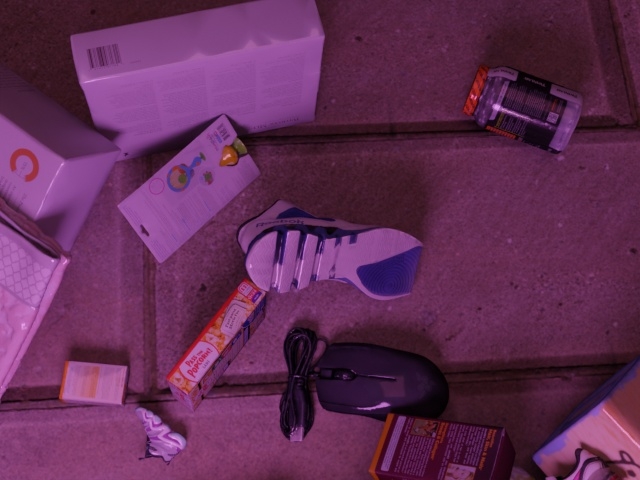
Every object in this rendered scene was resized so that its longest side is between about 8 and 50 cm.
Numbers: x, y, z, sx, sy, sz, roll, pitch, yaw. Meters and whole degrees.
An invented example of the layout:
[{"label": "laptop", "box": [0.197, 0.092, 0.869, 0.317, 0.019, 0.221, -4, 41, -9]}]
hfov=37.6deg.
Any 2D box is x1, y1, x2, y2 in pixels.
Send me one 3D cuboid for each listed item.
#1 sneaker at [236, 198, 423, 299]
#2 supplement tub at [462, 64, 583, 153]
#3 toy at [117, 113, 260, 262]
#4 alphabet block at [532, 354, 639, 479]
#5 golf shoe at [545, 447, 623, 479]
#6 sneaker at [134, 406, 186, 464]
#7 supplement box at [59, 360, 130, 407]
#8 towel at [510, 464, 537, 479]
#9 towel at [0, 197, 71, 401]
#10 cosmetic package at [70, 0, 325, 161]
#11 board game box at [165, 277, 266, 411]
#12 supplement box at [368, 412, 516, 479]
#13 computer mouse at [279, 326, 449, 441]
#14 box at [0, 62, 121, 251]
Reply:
[{"label": "sneaker", "box": [-0.001, 0.000, 1.526, 0.316, 0.182, 0.127, 5, 111, -29]}, {"label": "supplement tub", "box": [0.355, -0.236, 1.656, 0.191, 0.117, 0.117, 21, 69, 3]}, {"label": "toy", "box": [-0.224, -0.092, 1.579, 0.237, 0.136, 0.056, -42, 37, -15]}, {"label": "alphabet block", "box": [0.472, 0.311, 1.392, 0.197, 0.192, 0.193, 47, 48, 14]}, {"label": "golf shoe", "box": [0.347, 0.379, 1.338, 0.086, 0.067, 0.186, 46, 112, 32]}, {"label": "sneaker", "box": [-0.263, 0.308, 1.451, 0.098, 0.038, 0.069, 36, 70, 10]}, {"label": "supplement box", "box": [-0.354, 0.226, 1.476, 0.099, 0.036, 0.062, 6, 69, -1]}, {"label": "towel", "box": [0.285, 0.531, 1.382, 0.374, 0.090, 0.320, 39, 69, 11]}, {"label": "towel", "box": [-0.567, 0.053, 1.425, 0.332, 0.053, 0.317, 36, 112, 9]}, {"label": "cosmetic package", "box": [-0.192, -0.260, 1.539, 0.378, 0.284, 0.097, -13, 69, -9]}, {"label": "board game box", "box": [-0.157, 0.164, 1.455, 0.045, 0.146, 0.193, 34, 70, 8]}, {"label": "supplement box", "box": [0.181, 0.328, 1.391, 0.188, 0.080, 0.104, 2, 51, 29]}, {"label": "computer mouse", "box": [0.073, 0.230, 1.486, 0.272, 0.072, 0.188, 5, 68, -2]}, {"label": "box", "box": [-0.531, -0.144, 1.485, 0.345, 0.168, 0.215, 36, 111, 9]}]
